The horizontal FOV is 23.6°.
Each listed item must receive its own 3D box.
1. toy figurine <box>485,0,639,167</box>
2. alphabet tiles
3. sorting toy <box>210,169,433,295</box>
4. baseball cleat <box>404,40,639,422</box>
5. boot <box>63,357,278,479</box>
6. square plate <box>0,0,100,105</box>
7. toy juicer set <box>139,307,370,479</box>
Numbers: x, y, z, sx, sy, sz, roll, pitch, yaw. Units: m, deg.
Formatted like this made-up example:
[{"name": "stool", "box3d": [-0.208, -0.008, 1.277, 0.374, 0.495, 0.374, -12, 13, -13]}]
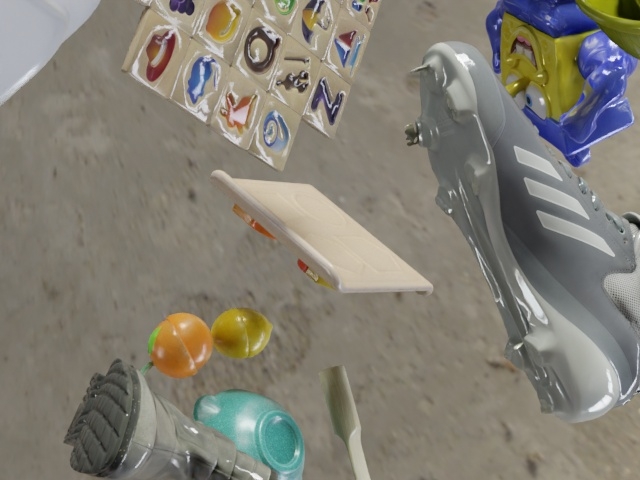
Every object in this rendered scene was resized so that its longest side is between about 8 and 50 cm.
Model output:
[{"name": "toy figurine", "box3d": [0.220, -0.149, 1.168, 0.191, 0.362, 0.217, -20, 122, -19]}, {"name": "alphabet tiles", "box3d": [-0.054, -0.231, 1.342, 0.342, 0.011, 0.285, 31, 74, -52]}, {"name": "sorting toy", "box3d": [0.000, 0.000, 1.582, 0.193, 0.208, 0.038, 40, 106, 28]}, {"name": "baseball cleat", "box3d": [0.120, -0.013, 0.789, 0.109, 0.072, 0.206, -22, 96, -20]}, {"name": "boot", "box3d": [-0.100, 0.156, 1.148, 0.161, 0.246, 0.083, 25, 83, -10]}, {"name": "square plate", "box3d": [-0.300, -0.096, 0.999, 0.344, 0.347, 0.049, -41, 81, 2]}, {"name": "toy juicer set", "box3d": [-0.069, 0.180, 1.565, 0.329, 0.089, 0.209, 24, 54, -41]}]
